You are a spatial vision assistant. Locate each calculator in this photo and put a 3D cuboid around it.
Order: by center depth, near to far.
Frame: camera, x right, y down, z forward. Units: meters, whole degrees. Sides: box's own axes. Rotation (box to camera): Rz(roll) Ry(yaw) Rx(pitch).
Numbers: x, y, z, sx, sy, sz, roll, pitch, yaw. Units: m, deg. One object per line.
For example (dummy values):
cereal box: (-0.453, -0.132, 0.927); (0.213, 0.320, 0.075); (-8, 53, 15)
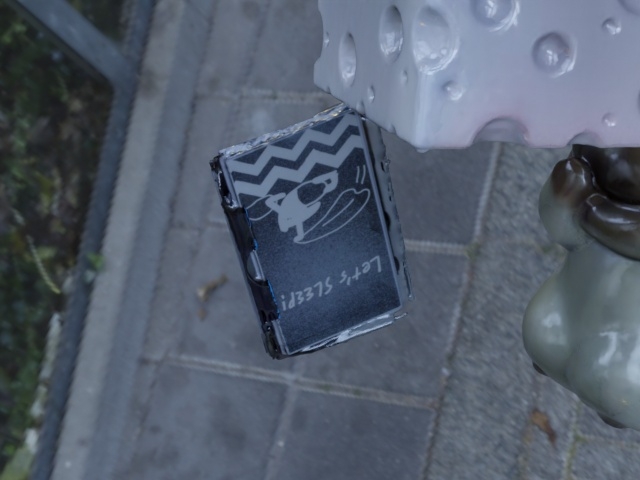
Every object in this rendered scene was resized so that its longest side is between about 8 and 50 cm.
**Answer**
calculator: (0.000, 0.000, 1.251); (0.166, 0.274, 0.028); (-20, 39, -8)

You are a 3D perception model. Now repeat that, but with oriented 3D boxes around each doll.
doll: (0.311, 0.014, 1.203); (0.226, 0.370, 0.215); (-11, 26, -13)

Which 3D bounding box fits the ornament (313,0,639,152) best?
ornament: (0.147, -0.209, 0.980); (0.239, 0.240, 0.239); (-138, 48, -66)
